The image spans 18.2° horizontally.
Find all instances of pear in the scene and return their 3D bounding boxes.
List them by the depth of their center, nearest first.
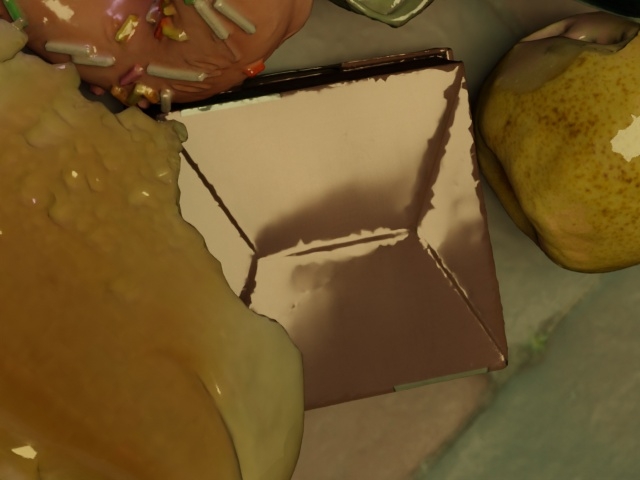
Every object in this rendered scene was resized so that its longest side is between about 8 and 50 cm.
[{"bbox_3d":[0.185,-0.068,1.244,0.178,0.178,0.178,-2,97,-15],"label":"pear"}]

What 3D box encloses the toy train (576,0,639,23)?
[{"bbox_3d":[0.043,-0.234,1.110,0.407,0.086,0.088,23,81,-24],"label":"toy train"}]

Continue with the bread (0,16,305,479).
[{"bbox_3d":[-0.201,0.064,1.082,0.424,0.245,0.329,42,104,-17],"label":"bread"}]

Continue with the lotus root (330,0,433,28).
[{"bbox_3d":[-0.014,-0.235,1.191,0.235,0.138,0.119,36,92,-16],"label":"lotus root"}]

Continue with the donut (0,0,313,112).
[{"bbox_3d":[-0.115,-0.156,1.136,0.085,0.233,0.199,-60,153,-33],"label":"donut"}]

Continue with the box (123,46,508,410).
[{"bbox_3d":[0.000,0.000,1.248,0.215,0.086,0.215,-10,100,-13],"label":"box"}]
